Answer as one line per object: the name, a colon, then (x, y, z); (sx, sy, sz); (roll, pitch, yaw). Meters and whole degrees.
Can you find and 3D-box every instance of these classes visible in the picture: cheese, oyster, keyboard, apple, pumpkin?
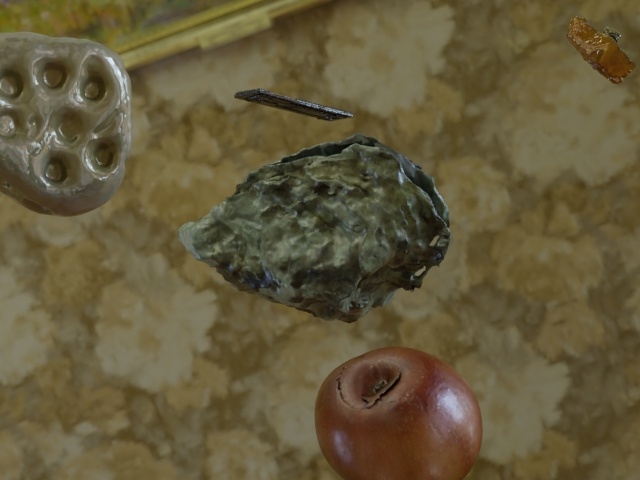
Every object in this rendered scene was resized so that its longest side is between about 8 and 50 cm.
cheese: (-0.323, -0.143, 1.528); (0.218, 0.235, 0.117); (-37, 17, -22)
oyster: (0.000, 0.000, 1.330); (0.267, 0.198, 0.112); (-30, 11, 27)
keyboard: (-0.040, -0.214, 2.044); (0.204, 0.013, 0.061); (10, -8, -42)
apple: (0.099, 0.237, 1.723); (0.235, 0.173, 0.210); (0, 45, 25)
pumpkin: (0.351, -0.243, 1.616); (0.054, 0.074, 0.083); (-48, -39, 11)
